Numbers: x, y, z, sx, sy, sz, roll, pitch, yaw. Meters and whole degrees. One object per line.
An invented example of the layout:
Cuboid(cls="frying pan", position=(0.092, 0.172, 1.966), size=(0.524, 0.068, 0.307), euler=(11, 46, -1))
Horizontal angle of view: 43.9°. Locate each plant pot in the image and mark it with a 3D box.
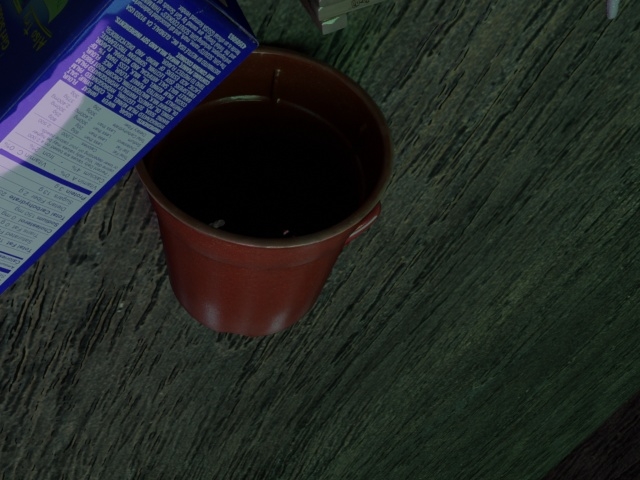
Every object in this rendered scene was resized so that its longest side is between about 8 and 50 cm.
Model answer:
Cuboid(cls="plant pot", position=(-0.075, -0.034, 0.922), size=(0.273, 0.272, 0.265), euler=(-14, 150, -18))

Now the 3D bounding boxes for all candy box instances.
Cuboid(cls="candy box", position=(-0.231, -0.151, 0.653), size=(0.317, 0.268, 0.122), euler=(-39, 139, 17))

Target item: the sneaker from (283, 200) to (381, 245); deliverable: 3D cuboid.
Cuboid(cls="sneaker", position=(0.000, 0.000, 1.160), size=(0.221, 0.087, 0.128), euler=(-23, 154, 15))

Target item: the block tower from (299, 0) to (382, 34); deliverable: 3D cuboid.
Cuboid(cls="block tower", position=(0.009, -0.355, 0.708), size=(0.097, 0.091, 0.335), euler=(-20, 144, -9))

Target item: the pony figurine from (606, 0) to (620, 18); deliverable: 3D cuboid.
Cuboid(cls="pony figurine", position=(0.251, -0.339, 0.661), size=(0.303, 0.363, 0.350), euler=(-23, 109, 6))
